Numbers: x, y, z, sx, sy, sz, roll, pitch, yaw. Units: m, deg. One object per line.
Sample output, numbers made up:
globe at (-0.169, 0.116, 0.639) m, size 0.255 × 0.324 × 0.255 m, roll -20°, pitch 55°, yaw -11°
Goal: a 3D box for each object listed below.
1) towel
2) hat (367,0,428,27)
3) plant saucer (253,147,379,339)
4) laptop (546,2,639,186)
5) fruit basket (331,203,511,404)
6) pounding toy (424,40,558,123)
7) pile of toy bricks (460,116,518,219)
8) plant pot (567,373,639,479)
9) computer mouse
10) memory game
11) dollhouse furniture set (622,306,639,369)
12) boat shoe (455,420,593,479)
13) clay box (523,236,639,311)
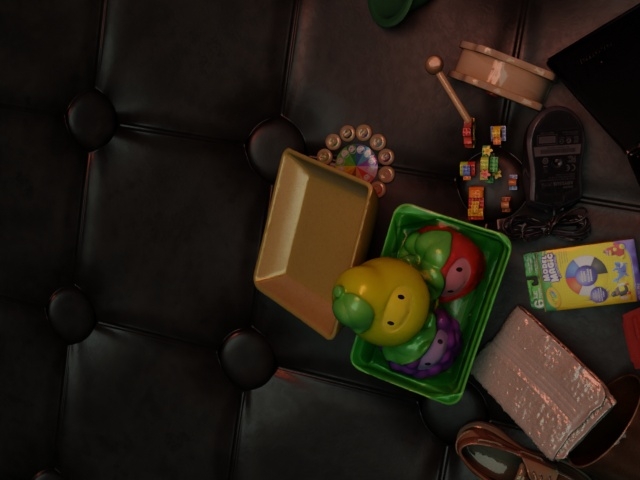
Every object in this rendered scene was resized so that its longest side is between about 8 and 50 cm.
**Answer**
towel at (0.441, 0.289, 1.680) m, size 0.187 × 0.049 × 0.282 m, roll -54°, pitch 53°, yaw 16°
hat at (0.228, -0.533, 1.744) m, size 0.208 × 0.183 × 0.173 m, roll -9°, pitch 84°, yaw 61°
plant saucer at (0.000, 0.000, 1.777) m, size 0.333 × 0.081 × 0.333 m, roll 29°, pitch 109°, yaw 50°
laptop at (0.709, -0.243, 1.553) m, size 0.382 × 0.236 × 0.408 m, roll -31°, pitch 113°, yaw 4°
fruit basket at (0.190, 0.123, 1.638) m, size 0.283 × 0.392 × 0.392 m, roll 19°, pitch 101°, yaw 17°
pounding toy at (0.330, -0.308, 1.674) m, size 0.269 × 0.154 × 0.155 m, roll 21°, pitch 102°, yaw -3°
pile of toy bricks at (0.341, -0.147, 1.696) m, size 0.118 × 0.105 × 0.212 m, roll 0°, pitch 95°, yaw 19°
plant pot at (0.641, 0.414, 1.607) m, size 0.230 × 0.215 × 0.215 m, roll 35°, pitch 106°, yaw 0°
computer mouse at (0.454, -0.135, 1.665) m, size 0.188 × 0.072 × 0.272 m, roll 1°, pitch 103°, yaw -5°
memory game at (0.077, -0.165, 1.836) m, size 0.186 × 0.012 × 0.186 m, roll 2°, pitch 95°, yaw 19°
dollhouse furniture set at (0.708, 0.287, 1.489) m, size 0.152 × 0.201 × 0.374 m, roll 143°, pitch 123°, yaw -59°
boat shoe at (0.425, 0.494, 1.718) m, size 0.324 × 0.116 × 0.123 m, roll 22°, pitch 102°, yaw 16°
clay box at (0.528, 0.072, 1.678) m, size 0.222 × 0.053 × 0.127 m, roll -10°, pitch 91°, yaw 19°
